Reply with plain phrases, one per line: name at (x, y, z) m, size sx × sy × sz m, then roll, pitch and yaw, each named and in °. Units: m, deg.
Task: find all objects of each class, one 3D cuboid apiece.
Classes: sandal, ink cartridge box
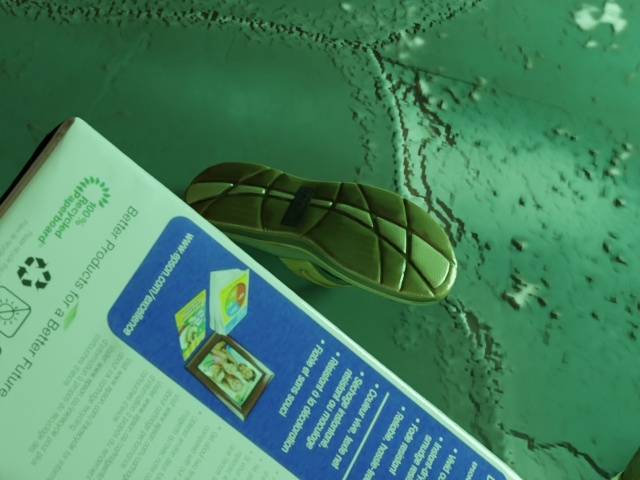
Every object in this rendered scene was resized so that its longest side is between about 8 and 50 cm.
sandal at (0.000, 0.000, 0.778) m, size 0.180 × 0.049 × 0.072 m, roll 16°, pitch 50°, yaw 20°
ink cartridge box at (-0.032, 0.122, 0.632) m, size 0.371 × 0.069 × 0.176 m, roll 39°, pitch 57°, yaw -13°

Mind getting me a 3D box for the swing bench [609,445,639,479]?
swing bench at (0.268, 0.153, 0.583) m, size 0.165 × 0.255 × 0.253 m, roll -31°, pitch 66°, yaw -30°
